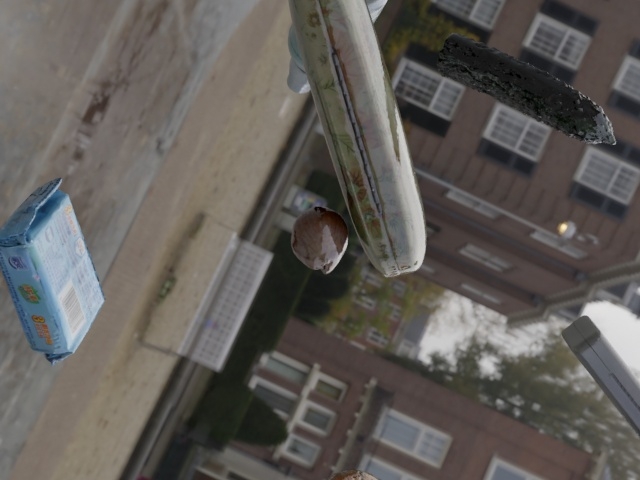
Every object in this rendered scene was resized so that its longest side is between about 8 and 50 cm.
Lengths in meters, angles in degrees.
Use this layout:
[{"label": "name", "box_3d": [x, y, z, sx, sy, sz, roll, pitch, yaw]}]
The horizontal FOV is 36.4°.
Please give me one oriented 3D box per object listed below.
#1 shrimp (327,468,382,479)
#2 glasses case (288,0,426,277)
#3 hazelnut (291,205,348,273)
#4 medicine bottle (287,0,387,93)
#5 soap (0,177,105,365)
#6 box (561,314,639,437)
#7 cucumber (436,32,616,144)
[{"label": "shrimp", "box_3d": [0.087, 0.513, 1.561, 0.054, 0.222, 0.291, -29, -119, 41]}, {"label": "glasses case", "box_3d": [0.050, -0.153, 1.221, 0.156, 0.098, 0.426, -82, 156, -67]}, {"label": "hazelnut", "box_3d": [0.000, 0.000, 1.256, 0.086, 0.086, 0.086, -155, -90, -89]}, {"label": "medicine bottle", "box_3d": [0.007, -0.321, 1.530, 0.110, 0.110, 0.352, -65, -174, -21]}, {"label": "soap", "box_3d": [-0.437, 0.057, 1.588, 0.156, 0.077, 0.293, -65, 150, -53]}, {"label": "box", "box_3d": [0.473, 0.231, 1.523, 0.055, 0.244, 0.103, -38, -170, 9]}, {"label": "cucumber", "box_3d": [0.299, -0.218, 1.409, 0.072, 0.300, 0.072, -41, 149, -32]}]
